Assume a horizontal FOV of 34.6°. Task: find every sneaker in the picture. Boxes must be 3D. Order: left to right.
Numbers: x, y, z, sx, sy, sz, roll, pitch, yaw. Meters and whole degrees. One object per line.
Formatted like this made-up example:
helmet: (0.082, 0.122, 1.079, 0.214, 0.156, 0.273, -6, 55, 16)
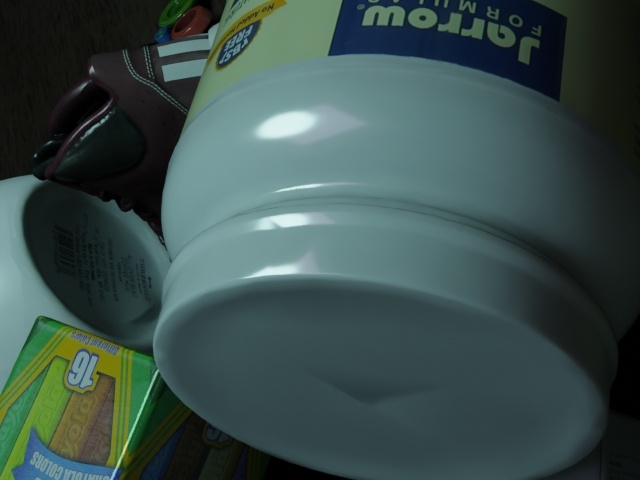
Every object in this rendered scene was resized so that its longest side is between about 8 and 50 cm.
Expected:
sneaker: (-0.124, -0.036, 0.751, 0.281, 0.162, 0.106, 96, 162, -44)

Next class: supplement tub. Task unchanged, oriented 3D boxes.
supplement tub: (0.053, -0.062, 0.532, 0.235, 0.235, 0.325, -23, 43, 42)

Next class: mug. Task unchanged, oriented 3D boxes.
mug: (-0.275, 0.137, 0.832, 0.328, 0.276, 0.374, -38, 33, 26)

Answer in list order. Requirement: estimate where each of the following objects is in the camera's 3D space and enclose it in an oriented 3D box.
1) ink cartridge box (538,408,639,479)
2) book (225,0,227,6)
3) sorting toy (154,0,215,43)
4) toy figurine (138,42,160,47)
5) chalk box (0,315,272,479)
ink cartridge box: (0.112, 0.179, 0.545, 0.127, 0.072, 0.175, -11, 67, 47)
book: (-0.031, -0.254, 0.921, 0.144, 0.035, 0.096, -29, 51, 41)
sorting toy: (-0.127, -0.205, 1.007, 0.061, 0.042, 0.102, -42, 33, 9)
toy figurine: (-0.069, -0.211, 0.810, 0.213, 0.148, 0.209, -19, 82, 43)
chalk box: (-0.140, 0.177, 0.642, 0.132, 0.132, 0.213, 11, 73, 37)
